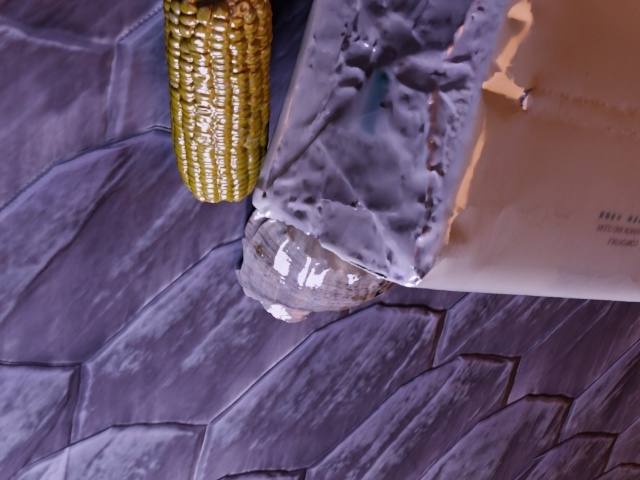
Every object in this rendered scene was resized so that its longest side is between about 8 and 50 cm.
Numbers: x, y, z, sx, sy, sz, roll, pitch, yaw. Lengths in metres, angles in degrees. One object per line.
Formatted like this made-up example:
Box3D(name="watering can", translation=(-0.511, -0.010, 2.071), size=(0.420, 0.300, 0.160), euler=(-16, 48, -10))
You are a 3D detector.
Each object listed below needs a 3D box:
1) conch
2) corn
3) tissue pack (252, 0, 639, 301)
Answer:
Box3D(name="conch", translation=(0.000, 0.000, 1.463), size=(0.155, 0.130, 0.207), euler=(20, 139, -23))
Box3D(name="corn", translation=(-0.073, -0.116, 1.223), size=(0.080, 0.080, 0.238), euler=(-32, 146, -24))
Box3D(name="tissue pack", translation=(0.161, -0.115, 1.317), size=(0.380, 0.207, 0.297), euler=(4, 106, -50))
